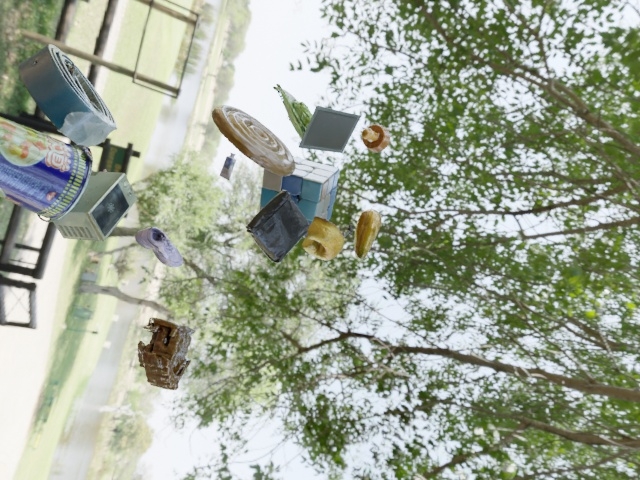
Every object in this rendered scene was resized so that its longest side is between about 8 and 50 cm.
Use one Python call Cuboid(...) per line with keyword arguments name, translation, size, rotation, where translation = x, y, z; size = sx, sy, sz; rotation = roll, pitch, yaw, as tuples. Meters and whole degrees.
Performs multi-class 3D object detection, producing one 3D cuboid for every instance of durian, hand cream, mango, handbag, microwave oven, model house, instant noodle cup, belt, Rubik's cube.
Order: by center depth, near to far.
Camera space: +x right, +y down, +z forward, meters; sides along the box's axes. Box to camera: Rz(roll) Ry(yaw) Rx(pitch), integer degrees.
Cuboid(name="instant noodle cup", translation=(-0.910, -0.237, 1.226), size=(0.285, 0.312, 0.283), rotation=(-10, -112, 25))
Cuboid(name="model house", translation=(-0.558, 0.396, 1.452), size=(0.219, 0.200, 0.229), rotation=(63, 34, -65))
Cuboid(name="microwave oven", translation=(-0.816, -0.125, 1.480), size=(0.240, 0.194, 0.145), rotation=(-77, 165, -46))
Cuboid(name="belt", translation=(-0.964, -0.552, 1.594), size=(0.436, 0.173, 0.300), rotation=(57, 0, 21))
Cuboid(name="handbag", translation=(-0.167, -0.057, 1.727), size=(0.080, 0.223, 0.247), rotation=(18, -121, 48))
Cuboid(name="durian", translation=(-0.092, -0.570, 1.927), size=(0.107, 0.374, 0.132), rotation=(-36, -165, -17))
Cuboid(name="mango", translation=(0.233, -0.038, 2.090), size=(0.176, 0.119, 0.316), rotation=(124, -16, -63))
Cuboid(name="hand cream", translation=(-0.482, -0.392, 2.161), size=(0.084, 0.053, 0.142), rotation=(29, -81, 32))
Cuboid(name="Rubik's cube", translation=(-0.118, -0.257, 2.350), size=(0.347, 0.347, 0.343), rotation=(-50, 153, -58))

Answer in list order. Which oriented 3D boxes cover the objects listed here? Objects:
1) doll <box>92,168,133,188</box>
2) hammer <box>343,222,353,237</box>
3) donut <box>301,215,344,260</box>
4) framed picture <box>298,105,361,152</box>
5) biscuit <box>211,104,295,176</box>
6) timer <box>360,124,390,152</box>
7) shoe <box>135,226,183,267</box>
Cuboid(name="doll", translation=(-1.051, -0.243, 1.996), size=(0.093, 0.262, 0.210), rotation=(-21, -93, 54))
Cuboid(name="hammer", translation=(0.090, -0.009, 1.755), size=(0.178, 0.021, 0.065), rotation=(-45, 150, -40))
Cuboid(name="donut", translation=(0.009, 0.007, 1.431), size=(0.078, 0.146, 0.181), rotation=(-58, 179, -34))
Cuboid(name="framed picture", translation=(0.041, -0.474, 1.781), size=(0.014, 0.253, 0.197), rotation=(54, -50, 34))
Cuboid(name="biscuit", translation=(-0.164, -0.264, 1.069), size=(0.037, 0.262, 0.261), rotation=(-46, -151, 20))
Cuboid(name="timer", translation=(0.239, -0.491, 1.933), size=(0.132, 0.152, 0.131), rotation=(0, -90, 32))
Cuboid(name="shoe", translation=(-0.722, 0.026, 1.900), size=(0.138, 0.245, 0.095), rotation=(-20, -146, 46))
